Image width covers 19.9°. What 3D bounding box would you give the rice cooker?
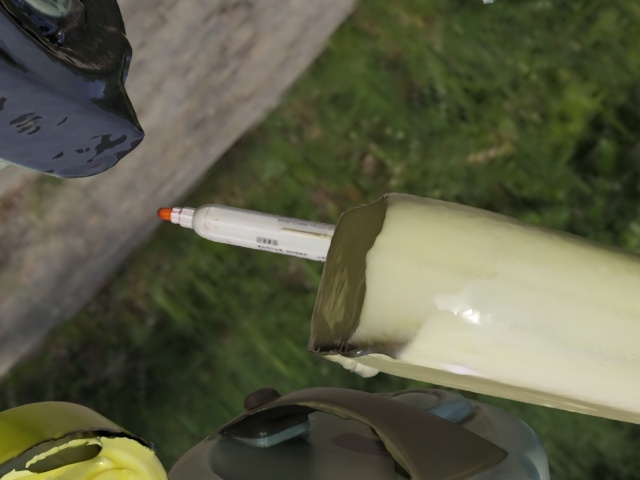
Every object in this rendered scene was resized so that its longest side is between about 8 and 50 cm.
[{"bbox_3d":[0.037,0.280,1.459,0.335,0.325,0.335,-5,-168,1],"label":"rice cooker"}]

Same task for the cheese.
[{"bbox_3d":[0.118,0.038,0.584,0.127,0.255,0.050,164,-62,-72],"label":"cheese"}]

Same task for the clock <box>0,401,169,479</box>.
[{"bbox_3d":[-0.195,0.210,0.964,0.293,0.071,0.277,-22,134,-49],"label":"clock"}]

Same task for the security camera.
[{"bbox_3d":[-0.265,-0.084,1.024,0.277,0.191,0.197,-34,154,19],"label":"security camera"}]

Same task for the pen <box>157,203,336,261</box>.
[{"bbox_3d":[0.000,0.000,1.126,0.026,0.218,0.026,10,90,-73],"label":"pen"}]

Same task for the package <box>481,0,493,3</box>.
[{"bbox_3d":[0.150,-0.167,1.095,0.110,0.037,0.015,-8,164,7],"label":"package"}]
